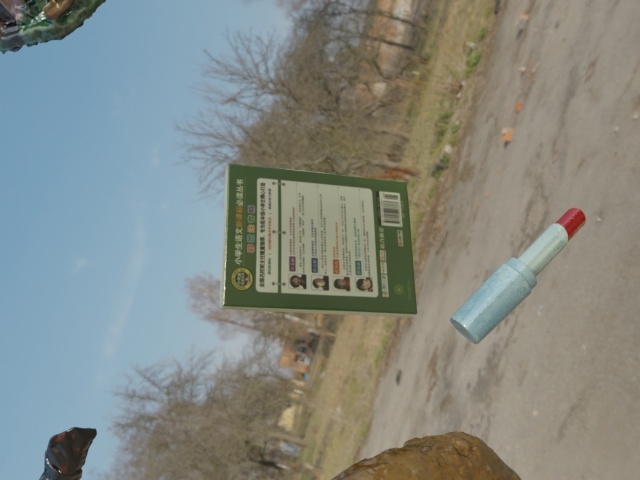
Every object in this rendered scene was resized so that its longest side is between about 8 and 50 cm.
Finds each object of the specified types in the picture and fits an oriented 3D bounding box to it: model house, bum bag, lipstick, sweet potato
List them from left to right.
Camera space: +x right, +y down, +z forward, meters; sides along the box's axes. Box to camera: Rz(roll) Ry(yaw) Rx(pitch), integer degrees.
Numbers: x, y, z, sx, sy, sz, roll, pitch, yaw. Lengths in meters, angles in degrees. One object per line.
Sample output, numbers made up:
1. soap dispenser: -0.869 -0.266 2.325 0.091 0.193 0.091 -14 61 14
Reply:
1. model house: -0.525 -0.490 0.937 0.237 0.236 0.202 58 -150 -55
2. bum bag: -0.327 0.289 0.704 0.034 0.057 0.125 34 108 54
3. sweet potato: 0.091 0.205 0.428 0.092 0.341 0.114 18 91 50
4. lipstick: 0.324 0.051 0.887 0.274 0.061 0.068 -43 -46 -8

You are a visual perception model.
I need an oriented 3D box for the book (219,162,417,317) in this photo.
1. book: 0.000 0.000 0.756 0.027 0.264 0.202 129 142 -66
